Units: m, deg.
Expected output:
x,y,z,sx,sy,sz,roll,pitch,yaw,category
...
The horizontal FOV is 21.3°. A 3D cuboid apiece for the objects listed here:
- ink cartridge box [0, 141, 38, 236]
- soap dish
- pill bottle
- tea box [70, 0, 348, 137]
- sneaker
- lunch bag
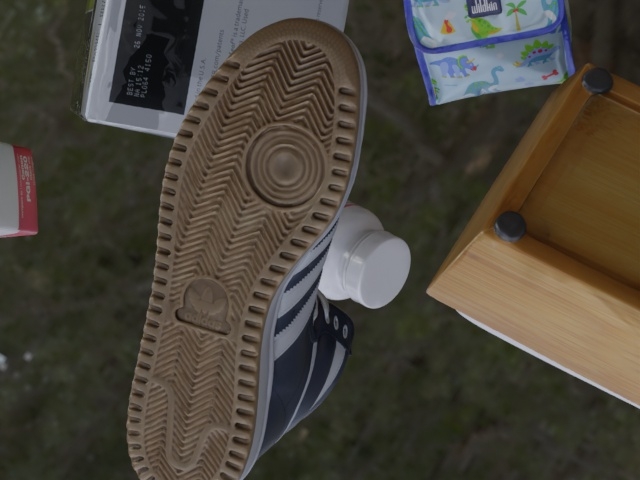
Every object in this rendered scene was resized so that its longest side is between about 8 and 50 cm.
x,y,z,sx,sy,sz,roll,pitch,yaw,category
-0.379,-0.047,1.579,0.158,0.092,0.218,-5,178,15,ink cartridge box
0.259,0.010,1.272,0.291,0.229,0.118,27,149,13,soap dish
0.000,0.000,1.510,0.160,0.087,0.087,28,172,38,pill bottle
-0.103,-0.259,1.635,0.220,0.329,0.323,10,-175,-13,tea box
-0.026,0.004,0.984,0.099,0.282,0.153,22,-163,16,sneaker
0.135,-0.190,1.376,0.129,0.096,0.151,-9,140,9,lunch bag
